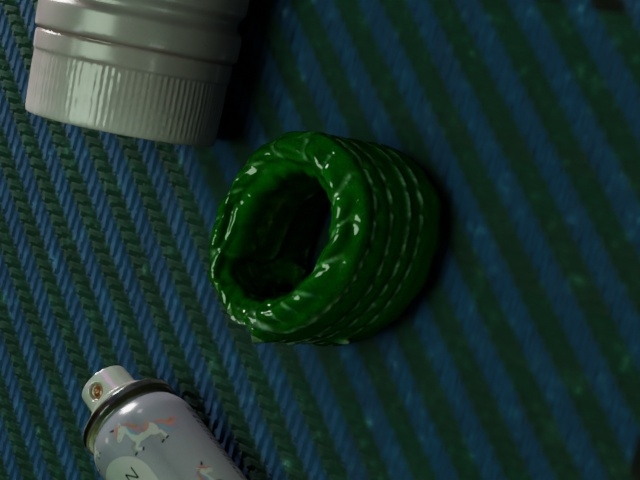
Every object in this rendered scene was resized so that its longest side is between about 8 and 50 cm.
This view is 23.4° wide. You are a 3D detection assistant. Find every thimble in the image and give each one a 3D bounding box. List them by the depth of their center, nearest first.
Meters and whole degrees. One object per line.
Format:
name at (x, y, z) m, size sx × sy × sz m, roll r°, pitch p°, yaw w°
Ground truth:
thimble at (0.000, 0.000, 0.900) m, size 0.118 × 0.090 × 0.130 m, roll 36°, pitch 110°, yaw 38°

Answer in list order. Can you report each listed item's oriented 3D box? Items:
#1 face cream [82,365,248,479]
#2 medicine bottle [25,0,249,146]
face cream at (-0.077, 0.168, 0.969) m, size 0.229 × 0.075 × 0.075 m, roll 47°, pitch 117°, yaw 31°
medicine bottle at (-0.102, -0.192, 0.967) m, size 0.133 × 0.133 × 0.250 m, roll 16°, pitch 99°, yaw 39°
